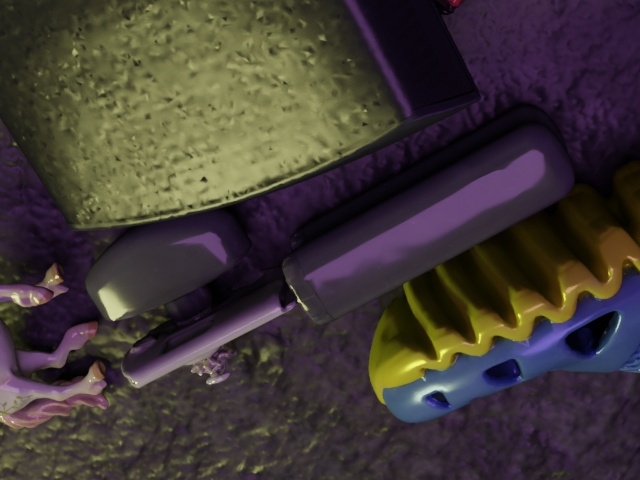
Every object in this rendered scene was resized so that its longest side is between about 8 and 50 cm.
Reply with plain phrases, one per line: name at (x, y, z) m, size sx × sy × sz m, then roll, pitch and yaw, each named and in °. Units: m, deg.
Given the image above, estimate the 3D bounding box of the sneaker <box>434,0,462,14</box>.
sneaker at (0.001, -0.212, 0.659) m, size 0.225 × 0.088 × 0.093 m, roll 39°, pitch 89°, yaw -12°

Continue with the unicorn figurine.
unicorn figurine at (-0.192, 0.049, 0.781) m, size 0.111 × 0.060 × 0.162 m, roll -17°, pitch 110°, yaw 10°

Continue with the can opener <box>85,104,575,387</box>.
can opener at (0.000, 0.000, 0.740) m, size 0.280 × 0.074 × 0.093 m, roll -24°, pitch 108°, yaw 13°

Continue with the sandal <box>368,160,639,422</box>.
sandal at (0.176, 0.029, 0.719) m, size 0.317 × 0.126 × 0.138 m, roll -25°, pitch 113°, yaw 15°

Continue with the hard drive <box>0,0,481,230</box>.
hard drive at (-0.067, -0.092, 0.667) m, size 0.254 × 0.054 × 0.172 m, roll -15°, pitch 113°, yaw 37°
